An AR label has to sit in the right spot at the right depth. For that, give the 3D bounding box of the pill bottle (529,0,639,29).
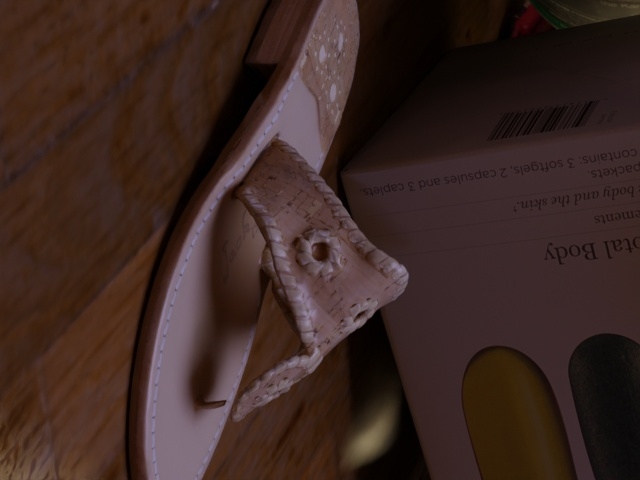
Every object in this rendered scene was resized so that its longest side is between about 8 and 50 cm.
[{"bbox_3d":[0.163,-0.246,0.854,0.361,0.204,0.204,45,54,-67],"label":"pill bottle"}]

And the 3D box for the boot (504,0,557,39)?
[{"bbox_3d":[0.192,-0.006,1.113,0.377,0.138,0.284,-60,145,-23],"label":"boot"}]

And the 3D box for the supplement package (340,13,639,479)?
[{"bbox_3d":[0.164,0.035,0.867,0.198,0.199,0.263,-49,127,-58],"label":"supplement package"}]

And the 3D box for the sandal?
[{"bbox_3d":[-0.002,-0.003,0.648,0.088,0.079,0.240,66,35,-55],"label":"sandal"}]
